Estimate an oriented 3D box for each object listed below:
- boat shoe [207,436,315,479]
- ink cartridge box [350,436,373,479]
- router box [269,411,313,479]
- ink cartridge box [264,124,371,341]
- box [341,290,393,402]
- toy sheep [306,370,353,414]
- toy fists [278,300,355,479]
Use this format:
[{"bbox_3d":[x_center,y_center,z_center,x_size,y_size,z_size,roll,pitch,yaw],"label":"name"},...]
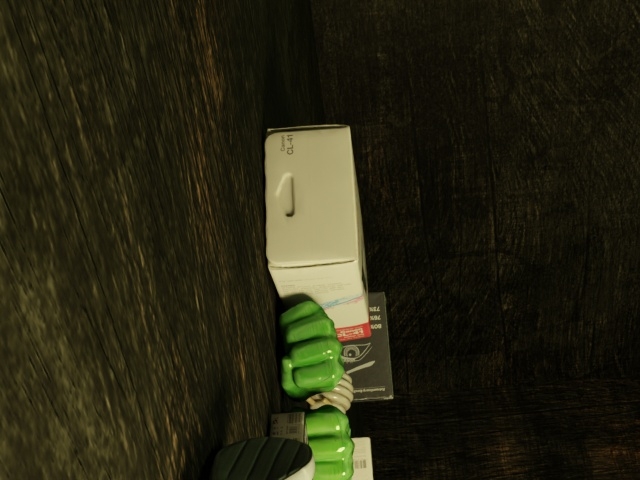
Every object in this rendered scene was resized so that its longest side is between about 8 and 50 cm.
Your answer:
[{"bbox_3d":[-0.061,0.223,0.799,0.226,0.083,0.076,-21,118,-74],"label":"boat shoe"},{"bbox_3d":[0.042,0.438,1.718,0.060,0.104,0.180,73,13,-77],"label":"ink cartridge box"},{"bbox_3d":[-0.035,0.312,1.172,0.179,0.046,0.133,-87,172,-60],"label":"router box"},{"bbox_3d":[0.000,0.000,1.483,0.306,0.131,0.226,80,7,-65],"label":"ink cartridge box"},{"bbox_3d":[0.058,0.207,1.892,0.108,0.153,0.207,60,27,-82],"label":"box"},{"bbox_3d":[0.017,0.263,1.726,0.091,0.091,0.132,78,27,-61],"label":"toy sheep"},{"bbox_3d":[-0.008,0.223,1.365,0.142,0.096,0.279,115,-30,-75],"label":"toy fists"}]
